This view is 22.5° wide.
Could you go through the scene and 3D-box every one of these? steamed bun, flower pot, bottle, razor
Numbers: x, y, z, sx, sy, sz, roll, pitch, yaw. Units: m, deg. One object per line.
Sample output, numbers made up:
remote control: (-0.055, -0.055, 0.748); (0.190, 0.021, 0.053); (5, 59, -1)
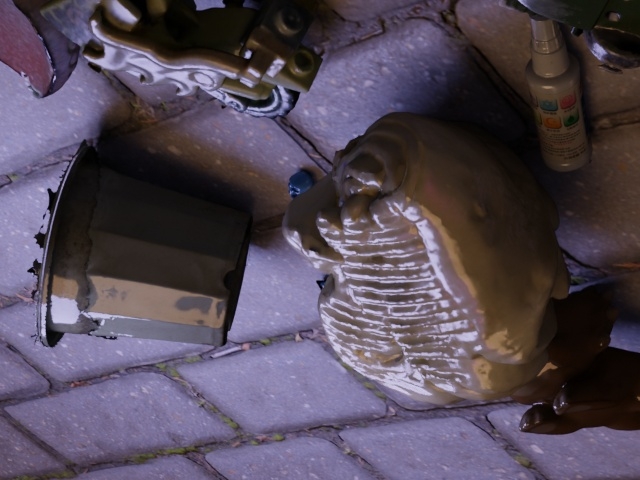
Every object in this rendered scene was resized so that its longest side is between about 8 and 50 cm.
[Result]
steamed bun: (0.140, 0.005, 1.840); (0.339, 0.247, 0.352); (-14, 116, 54)
flower pot: (-0.234, 0.032, 2.157); (0.259, 0.290, 0.290); (13, 148, 2)
bottle: (0.247, -0.161, 1.692); (0.060, 0.060, 0.217); (11, 147, 24)
razor: (0.000, 0.000, 2.134); (0.082, 0.042, 0.253); (55, 170, 42)

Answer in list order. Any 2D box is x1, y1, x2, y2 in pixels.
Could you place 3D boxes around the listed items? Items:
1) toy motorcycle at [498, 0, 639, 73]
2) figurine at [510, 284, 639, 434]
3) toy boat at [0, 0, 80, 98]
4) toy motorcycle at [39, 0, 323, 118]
toy motorcycle: (0.244, -0.269, 1.485); (0.275, 0.127, 0.205); (19, 150, -2)
figurine: (0.331, 0.142, 1.997); (0.247, 0.173, 0.177); (-4, 154, -10)
toy boat: (-0.353, -0.270, 1.968); (0.155, 0.085, 0.227); (41, 158, 6)
toy motorcycle: (-0.175, -0.271, 1.747); (0.410, 0.169, 0.237); (31, 155, -18)
